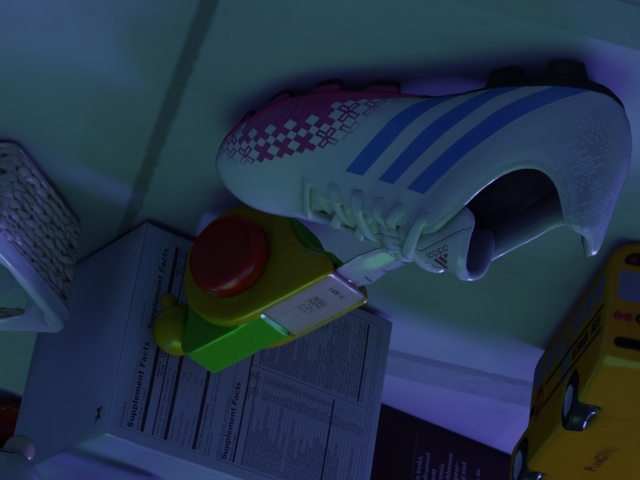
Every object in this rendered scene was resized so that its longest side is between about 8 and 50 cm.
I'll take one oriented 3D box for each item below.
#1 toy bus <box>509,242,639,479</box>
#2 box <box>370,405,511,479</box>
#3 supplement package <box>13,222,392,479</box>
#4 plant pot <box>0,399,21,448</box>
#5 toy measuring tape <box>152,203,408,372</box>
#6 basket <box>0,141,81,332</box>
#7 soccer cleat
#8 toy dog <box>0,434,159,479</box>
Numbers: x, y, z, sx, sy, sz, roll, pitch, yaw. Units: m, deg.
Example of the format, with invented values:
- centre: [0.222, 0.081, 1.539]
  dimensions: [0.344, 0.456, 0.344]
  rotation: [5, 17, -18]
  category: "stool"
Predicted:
- centre: [0.252, 0.131, 1.656]
  dimensions: [0.108, 0.130, 0.332]
  rotation: [10, 155, -4]
  category: "toy bus"
- centre: [0.122, 0.316, 2.020]
  dimensions: [0.381, 0.191, 0.143]
  rotation: [25, 150, -30]
  category: "box"
- centre: [-0.107, 0.140, 1.719]
  dimensions: [0.263, 0.198, 0.199]
  rotation: [23, 152, -27]
  category: "supplement package"
- centre: [-0.364, 0.345, 2.198]
  dimensions: [0.267, 0.267, 0.236]
  rotation: [28, 161, -35]
  category: "plant pot"
- centre: [0.000, 0.000, 1.544]
  dimensions: [0.330, 0.121, 0.121]
  rotation: [-28, 141, 19]
  category: "toy measuring tape"
- centre: [-0.279, -0.003, 1.589]
  dimensions: [0.113, 0.103, 0.167]
  rotation: [2, 153, 16]
  category: "basket"
- centre: [0.058, -0.038, 1.353]
  dimensions: [0.331, 0.143, 0.116]
  rotation: [-7, 150, 31]
  category: "soccer cleat"
- centre: [-0.197, 0.266, 1.658]
  dimensions: [0.220, 0.161, 0.333]
  rotation: [11, 141, 5]
  category: "toy dog"
